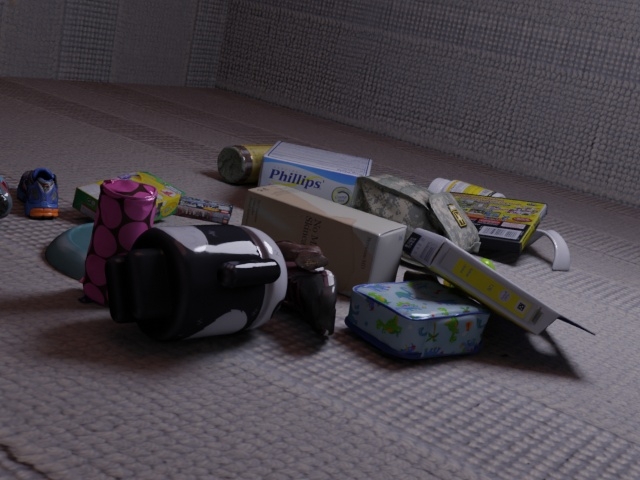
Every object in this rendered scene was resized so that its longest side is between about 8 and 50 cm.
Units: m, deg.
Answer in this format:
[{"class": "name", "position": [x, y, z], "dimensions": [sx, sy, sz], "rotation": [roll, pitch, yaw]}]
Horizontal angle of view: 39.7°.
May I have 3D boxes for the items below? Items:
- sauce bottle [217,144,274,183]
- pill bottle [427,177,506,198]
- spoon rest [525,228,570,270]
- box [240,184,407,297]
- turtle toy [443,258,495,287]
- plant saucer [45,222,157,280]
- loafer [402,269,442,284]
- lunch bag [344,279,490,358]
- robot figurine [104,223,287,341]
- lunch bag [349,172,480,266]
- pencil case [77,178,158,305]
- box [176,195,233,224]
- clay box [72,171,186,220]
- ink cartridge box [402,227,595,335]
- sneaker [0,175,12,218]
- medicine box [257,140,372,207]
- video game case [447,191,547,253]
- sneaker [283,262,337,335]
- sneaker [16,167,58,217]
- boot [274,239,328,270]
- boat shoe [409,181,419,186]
[{"class": "sauce bottle", "position": [-0.142, -0.221, 2.539], "dimensions": [0.111, 0.111, 0.344], "rotation": [22, 18, 35]}, {"class": "pill bottle", "position": [0.407, -0.103, 2.493], "dimensions": [0.209, 0.119, 0.119], "rotation": [23, 18, 37]}, {"class": "spoon rest", "position": [0.544, -0.005, 2.302], "dimensions": [0.137, 0.084, 0.276], "rotation": [3, 18, -30]}, {"class": "box", "position": [0.000, 0.000, 1.755], "dimensions": [0.311, 0.147, 0.121], "rotation": [18, 17, 29]}, {"class": "turtle toy", "position": [0.325, 0.074, 1.870], "dimensions": [0.095, 0.066, 0.130], "rotation": [21, 17, 32]}, {"class": "plant saucer", "position": [-0.336, 0.022, 1.619], "dimensions": [0.318, 0.043, 0.317], "rotation": [10, 14, -3]}, {"class": "loafer", "position": [0.214, 0.091, 1.744], "dimensions": [0.050, 0.056, 0.148], "rotation": [-2, 19, -23]}, {"class": "lunch bag", "position": [0.162, 0.129, 1.497], "dimensions": [0.219, 0.090, 0.176], "rotation": [-2, 21, -41]}, {"class": "robot figurine", "position": [-0.180, 0.064, 1.334], "dimensions": [0.278, 0.173, 0.209], "rotation": [-3, 31, -43]}, {"class": "lunch bag", "position": [0.223, -0.042, 2.046], "dimensions": [0.287, 0.168, 0.235], "rotation": [25, 15, 18]}, {"class": "pencil case", "position": [-0.318, 0.001, 1.386], "dimensions": [0.098, 0.209, 0.095], "rotation": [29, 26, 21]}, {"class": "box", "position": [-0.273, -0.072, 2.044], "dimensions": [0.137, 0.027, 0.094], "rotation": [11, 16, -4]}, {"class": "clay box", "position": [-0.398, -0.086, 1.877], "dimensions": [0.127, 0.053, 0.222], "rotation": [29, 25, 20]}, {"class": "ink cartridge box", "position": [0.309, 0.090, 1.620], "dimensions": [0.307, 0.072, 0.303], "rotation": [35, 0, -5]}, {"class": "sneaker", "position": [-0.663, -0.110, 1.748], "dimensions": [0.262, 0.104, 0.125], "rotation": [24, 17, 38]}, {"class": "medicine box", "position": [-0.013, -0.144, 2.270], "dimensions": [0.264, 0.149, 0.289], "rotation": [12, 15, 2]}, {"class": "video game case", "position": [0.415, -0.051, 2.273], "dimensions": [0.275, 0.035, 0.248], "rotation": [9, 29, 26]}, {"class": "sneaker", "position": [-0.064, 0.091, 1.488], "dimensions": [0.163, 0.106, 0.281], "rotation": [2, 7, -8]}, {"class": "sneaker", "position": [-0.581, -0.113, 1.850], "dimensions": [0.083, 0.087, 0.221], "rotation": [4, 17, -29]}, {"class": "boot", "position": [-0.043, 0.027, 1.468], "dimensions": [0.107, 0.037, 0.114], "rotation": [-3, 12, -4]}, {"class": "boat shoe", "position": [0.217, -0.111, 2.322], "dimensions": [0.102, 0.108, 0.301], "rotation": [-21, 20, -13]}]
